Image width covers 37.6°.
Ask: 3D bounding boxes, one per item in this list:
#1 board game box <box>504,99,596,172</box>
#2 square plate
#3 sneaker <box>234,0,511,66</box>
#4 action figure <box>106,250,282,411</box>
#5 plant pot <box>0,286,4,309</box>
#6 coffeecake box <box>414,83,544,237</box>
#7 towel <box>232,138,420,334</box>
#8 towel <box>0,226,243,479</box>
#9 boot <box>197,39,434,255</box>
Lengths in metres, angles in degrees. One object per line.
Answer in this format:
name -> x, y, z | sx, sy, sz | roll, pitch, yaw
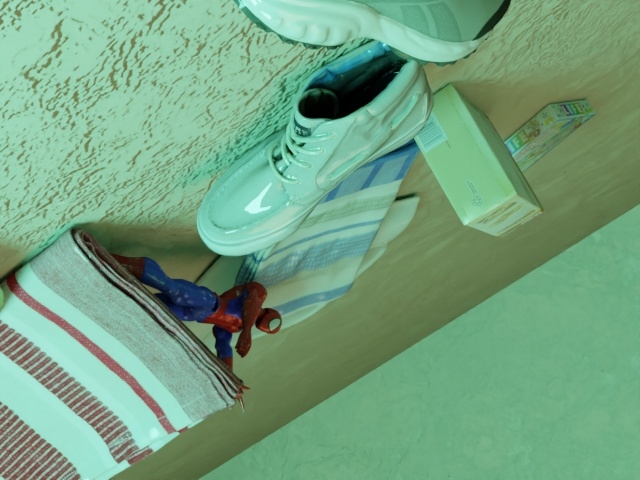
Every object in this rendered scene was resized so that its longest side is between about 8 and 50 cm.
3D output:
board game box -> 0.306, -0.142, 1.344 | 0.103, 0.026, 0.154 | -14, 159, -44
square plate -> -0.057, 0.068, 1.340 | 0.344, 0.049, 0.347 | -15, 159, -41
sneaker -> 0.058, -0.186, 0.625 | 0.271, 0.100, 0.108 | -11, 152, -48
action figure -> -0.133, 0.099, 1.009 | 0.091, 0.139, 0.280 | -35, 150, 31
plant pot -> -0.389, 0.077, 0.796 | 0.236, 0.032, 0.236 | -27, 165, -8
coffeecake box -> 0.180, -0.085, 1.080 | 0.068, 0.142, 0.185 | -33, 164, 17
towel -> 0.000, 0.000, 1.130 | 0.209, 0.034, 0.285 | -17, 148, -35
towel -> -0.273, 0.155, 0.947 | 0.329, 0.237, 0.037 | -35, -158, 21
boot -> -0.016, -0.090, 0.846 | 0.258, 0.095, 0.123 | -37, 159, -1
